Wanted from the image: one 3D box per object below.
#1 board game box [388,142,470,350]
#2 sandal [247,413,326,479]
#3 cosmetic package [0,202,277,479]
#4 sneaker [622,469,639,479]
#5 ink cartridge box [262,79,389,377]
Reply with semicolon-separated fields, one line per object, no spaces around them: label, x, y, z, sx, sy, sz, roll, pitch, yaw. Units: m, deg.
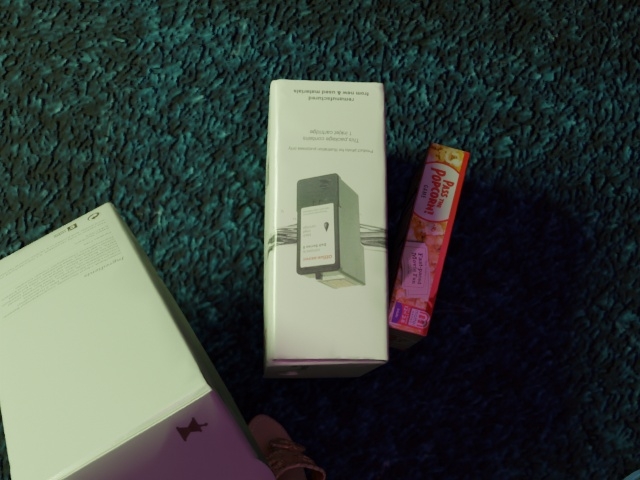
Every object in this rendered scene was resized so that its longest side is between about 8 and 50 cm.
board game box;0.102;0.012;0.925;0.045;0.147;0.193;15;78;1
sandal;-0.024;0.248;0.835;0.088;0.240;0.079;35;120;-23
cosmetic package;-0.166;0.133;0.755;0.155;0.365;0.197;-29;120;-9
sneaker;0.314;0.315;0.898;0.221;0.087;0.083;-40;83;-11
ink cartridge box;0.000;0.000;0.895;0.115;0.198;0.272;1;77;-4
